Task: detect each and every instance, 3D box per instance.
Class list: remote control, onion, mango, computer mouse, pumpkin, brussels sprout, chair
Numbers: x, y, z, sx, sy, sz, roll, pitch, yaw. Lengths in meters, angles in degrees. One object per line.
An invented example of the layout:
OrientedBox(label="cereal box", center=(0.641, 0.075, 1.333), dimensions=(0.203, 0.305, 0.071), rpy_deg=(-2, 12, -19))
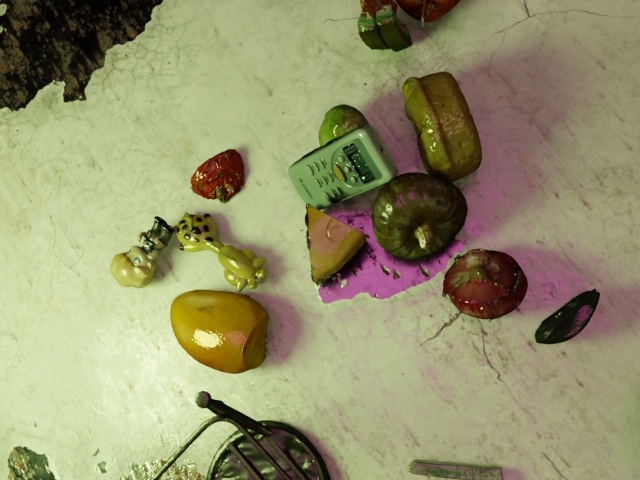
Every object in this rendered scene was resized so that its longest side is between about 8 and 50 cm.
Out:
OrientedBox(label="remote control", center=(0.040, -0.162, 1.356), dimensions=(0.296, 0.056, 0.140), rpy_deg=(-19, 106, 48))
OrientedBox(label="onion", center=(0.367, 0.111, 1.296), dimensions=(0.183, 0.147, 0.184), rpy_deg=(-12, 34, 8))
OrientedBox(label="mango", center=(-0.259, 0.209, 1.403), dimensions=(0.256, 0.138, 0.187), rpy_deg=(11, 88, 20))
OrientedBox(label="computer mouse", center=(0.541, 0.173, 1.258), dimensions=(0.172, 0.099, 0.057), rpy_deg=(-41, 83, 5))
OrientedBox(label="pumpkin", center=(0.215, -0.046, 1.310), dimensions=(0.218, 0.219, 0.162), rpy_deg=(-20, 45, 8))
OrientedBox(label="brussels sprout", center=(0.070, -0.243, 1.422), dimensions=(0.131, 0.145, 0.183), rpy_deg=(-37, 112, -24))
OrientedBox(label="chair", center=(-0.157, 0.546, 1.173), dimensions=(0.364, 0.410, 0.362), rpy_deg=(42, 91, 16))

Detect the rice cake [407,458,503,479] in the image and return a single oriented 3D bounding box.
OrientedBox(label="rice cake", center=(0.294, 0.504, 1.275), dimensions=(0.206, 0.047, 0.036), rpy_deg=(1, 64, 11))

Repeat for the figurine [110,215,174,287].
OrientedBox(label="figurine", center=(-0.448, 0.035, 1.482), dimensions=(0.114, 0.108, 0.196), rpy_deg=(41, 103, 10))

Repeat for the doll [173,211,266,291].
OrientedBox(label="doll", center=(-0.255, 0.022, 1.467), dimensions=(0.291, 0.086, 0.117), rpy_deg=(34, 84, 19))

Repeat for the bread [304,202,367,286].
OrientedBox(label="bread", center=(0.000, 0.000, 1.393), dimensions=(0.169, 0.140, 0.160), rpy_deg=(-45, 79, 1))

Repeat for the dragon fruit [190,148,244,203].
OrientedBox(label="dragon fruit", center=(-0.262, -0.161, 1.510), dimensions=(0.162, 0.083, 0.106), rpy_deg=(-39, 76, 0))

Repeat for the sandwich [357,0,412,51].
OrientedBox(label="sandwich", center=(0.152, -0.553, 1.435), dimensions=(0.109, 0.184, 0.160), rpy_deg=(-10, 86, 18))

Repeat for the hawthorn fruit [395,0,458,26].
OrientedBox(label="hawthorn fruit", center=(0.262, -0.628, 1.404), dimensions=(0.211, 0.211, 0.299), rpy_deg=(7, 60, 14))

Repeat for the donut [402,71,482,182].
OrientedBox(label="donut", center=(0.280, -0.264, 1.345), dimensions=(0.128, 0.208, 0.262), rpy_deg=(-19, 80, 7))
